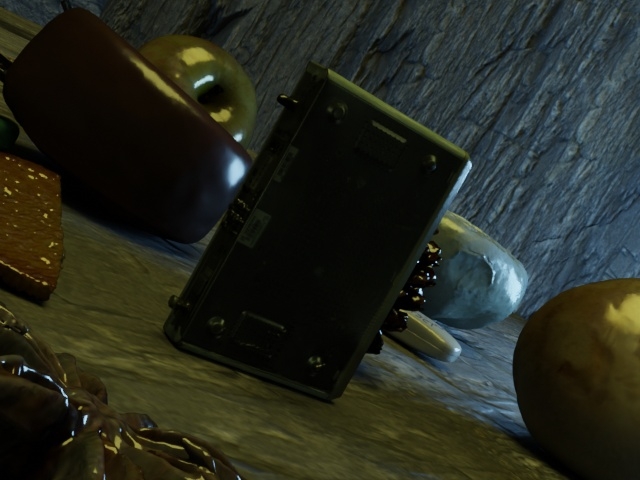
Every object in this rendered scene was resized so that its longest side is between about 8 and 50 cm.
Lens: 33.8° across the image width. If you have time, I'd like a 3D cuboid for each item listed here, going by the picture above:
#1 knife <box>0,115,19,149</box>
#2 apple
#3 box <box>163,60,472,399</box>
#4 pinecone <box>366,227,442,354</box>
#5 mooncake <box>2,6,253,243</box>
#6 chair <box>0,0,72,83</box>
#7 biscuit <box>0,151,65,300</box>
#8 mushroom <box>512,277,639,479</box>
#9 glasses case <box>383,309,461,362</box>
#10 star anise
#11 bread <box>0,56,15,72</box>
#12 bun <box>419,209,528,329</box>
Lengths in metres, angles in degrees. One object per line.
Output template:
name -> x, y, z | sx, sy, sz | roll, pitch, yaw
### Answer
knife -> -0.441, -0.139, 1.178 | 0.063, 0.035, 0.260 | 36, 14, 28
apple -> -0.247, -0.226, 1.838 | 0.256, 0.257, 0.233 | 25, -25, -37
box -> 0.000, 0.000, 0.935 | 0.210, 0.270, 0.045 | 27, 6, -35
pinecone -> 0.031, 0.029, 1.182 | 0.221, 0.221, 0.221 | 29, 6, -3
mooncake -> -0.244, -0.138, 1.331 | 0.326, 0.174, 0.334 | 40, -2, -2
chair -> -0.345, -0.209, 1.537 | 0.247, 0.172, 0.159 | 58, -4, -24
biscuit -> -0.268, -0.025, 0.868 | 0.126, 0.025, 0.206 | 27, 20, -25
mushroom -> 0.381, 0.203, 1.380 | 0.292, 0.292, 0.290 | 31, -26, 11
glasses case -> 0.118, 0.118, 1.542 | 0.197, 0.049, 0.076 | 32, 6, 21
star anise -> -0.130, 0.087, 0.497 | 0.262, 0.081, 0.230 | 39, 2, -23
bread -> -0.592, -0.327, 1.954 | 0.047, 0.036, 0.083 | 24, 2, 41
bun -> 0.195, 0.039, 1.871 | 0.354, 0.194, 0.354 | 31, 3, -2
